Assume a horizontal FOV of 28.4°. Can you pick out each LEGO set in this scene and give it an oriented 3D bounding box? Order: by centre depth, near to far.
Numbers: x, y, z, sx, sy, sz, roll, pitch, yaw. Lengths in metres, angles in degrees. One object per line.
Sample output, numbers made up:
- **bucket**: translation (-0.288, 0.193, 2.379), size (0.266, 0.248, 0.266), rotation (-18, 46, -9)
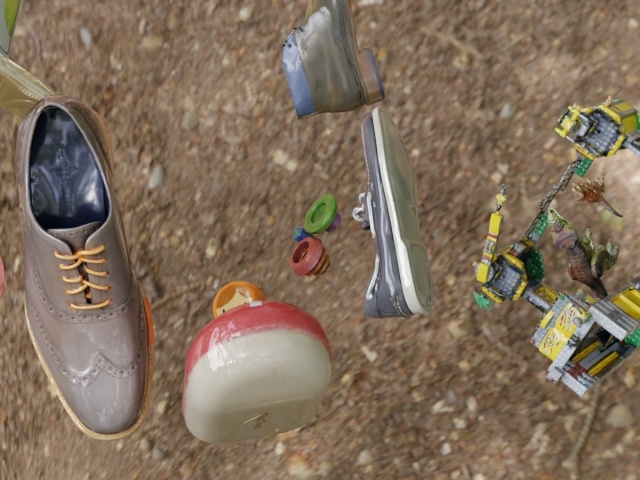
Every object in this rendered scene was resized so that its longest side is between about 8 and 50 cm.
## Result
- **LEGO set**: translation (0.300, 0.010, 1.418), size (0.255, 0.331, 0.192), rotation (46, 31, 15)

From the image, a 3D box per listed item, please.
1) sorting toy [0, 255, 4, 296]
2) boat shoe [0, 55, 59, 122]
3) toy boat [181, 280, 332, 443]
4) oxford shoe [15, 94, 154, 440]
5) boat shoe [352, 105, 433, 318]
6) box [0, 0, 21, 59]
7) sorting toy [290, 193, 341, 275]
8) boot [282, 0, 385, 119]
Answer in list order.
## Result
- **sorting toy**: translation (-0.415, -0.075, 1.431), size (0.127, 0.126, 0.365), rotation (-10, 83, 4)
- **boat shoe**: translation (-0.359, -0.175, 1.605), size (0.170, 0.063, 0.059), rotation (41, 32, -9)
- **toy boat**: translation (-0.074, 0.112, 1.309), size (0.151, 0.231, 0.151), rotation (-9, 69, -12)
- **oxford shoe**: translation (-0.250, 0.032, 1.287), size (0.130, 0.133, 0.363), rotation (-13, 91, -6)
- **boat shoe**: translation (0.055, -0.025, 1.190), size (0.065, 0.075, 0.206), rotation (-16, 74, 24)
- **box**: translation (-0.568, -0.304, 1.774), size (0.290, 0.087, 0.169), rotation (-13, 53, 18)
- **sorting toy**: translation (0.000, 0.000, 1.454), size (0.042, 0.061, 0.102), rotation (33, 72, -28)
- **boot**: translation (-0.011, -0.245, 1.439), size (0.106, 0.082, 0.219), rotation (-21, 95, 1)
